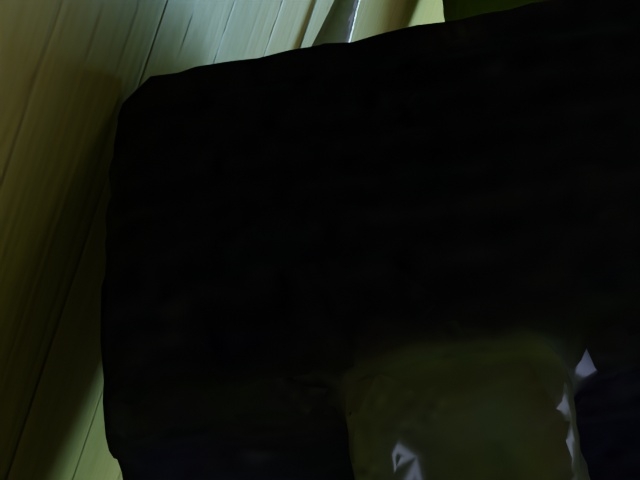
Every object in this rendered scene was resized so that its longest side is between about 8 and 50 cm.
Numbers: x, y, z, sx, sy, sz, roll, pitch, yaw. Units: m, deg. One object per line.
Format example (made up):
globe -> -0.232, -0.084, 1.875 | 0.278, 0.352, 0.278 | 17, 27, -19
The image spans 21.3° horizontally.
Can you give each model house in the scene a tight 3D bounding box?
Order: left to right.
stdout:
model house -> 0.065, 0.089, 0.487 | 0.280, 0.245, 0.312 | -48, 131, -87

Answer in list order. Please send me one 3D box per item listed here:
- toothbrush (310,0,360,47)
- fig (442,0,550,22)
toothbrush -> -0.011, -0.045, 0.760 | 0.029, 0.024, 0.354 | -11, 121, -78
fig -> 0.220, -0.211, 1.263 | 0.316, 0.316, 0.316 | 20, 90, -85
